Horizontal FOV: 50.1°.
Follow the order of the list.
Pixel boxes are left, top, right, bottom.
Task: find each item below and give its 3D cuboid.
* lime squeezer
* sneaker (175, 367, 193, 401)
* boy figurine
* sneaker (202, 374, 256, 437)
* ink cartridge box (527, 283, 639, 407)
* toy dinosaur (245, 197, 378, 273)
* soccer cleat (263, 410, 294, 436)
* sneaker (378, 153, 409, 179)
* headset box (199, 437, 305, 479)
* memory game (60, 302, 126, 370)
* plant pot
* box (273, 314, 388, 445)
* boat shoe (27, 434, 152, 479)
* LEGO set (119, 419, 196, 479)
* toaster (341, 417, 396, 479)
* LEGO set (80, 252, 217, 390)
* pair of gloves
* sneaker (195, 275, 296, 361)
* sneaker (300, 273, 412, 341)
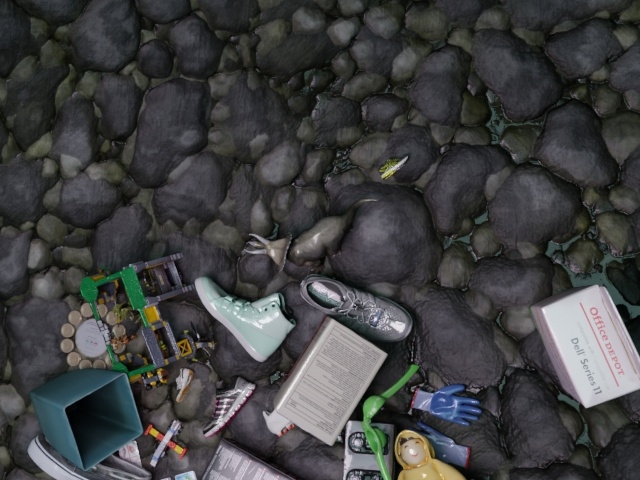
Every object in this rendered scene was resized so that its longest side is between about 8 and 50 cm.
[{"bbox_3d":[0.135,0.393,1.422,0.110,0.059,0.310,25,53,-19],"label":"lime squeezer"},{"bbox_3d":[-0.341,0.354,1.685,0.037,0.032,0.083,17,83,26],"label":"sneaker"},{"bbox_3d":[0.227,0.521,1.410,0.177,0.092,0.285,-22,55,16],"label":"boy figurine"},{"bbox_3d":[-0.231,0.392,1.641,0.075,0.063,0.170,40,88,12],"label":"sneaker"},{"bbox_3d":[0.518,0.203,1.354,0.119,0.353,0.207,-23,80,8],"label":"ink cartridge box"},{"bbox_3d":[0.000,0.000,1.579,0.313,0.160,0.121,-21,81,10],"label":"toy dinosaur"},{"bbox_3d":[-0.051,0.378,1.604,0.196,0.068,0.076,-39,76,9],"label":"soccer cleat"},{"bbox_3d":[0.172,-0.182,1.626,0.083,0.031,0.035,-38,78,6],"label":"sneaker"},{"bbox_3d":[-0.142,0.617,1.556,0.293,0.110,0.218,25,78,13],"label":"headset box"},{"bbox_3d":[-0.581,0.250,1.750,0.186,0.012,0.186,-1,85,12],"label":"memory game"},{"bbox_3d":[-0.573,0.401,1.625,0.234,0.165,0.166,5,113,41],"label":"plant pot"},{"bbox_3d":[0.018,0.300,1.500,0.148,0.127,0.232,33,85,-5],"label":"box"},{"bbox_3d":[-0.547,0.535,1.660,0.335,0.121,0.119,23,91,12],"label":"boat shoe"},{"bbox_3d":[-0.407,0.541,1.666,0.182,0.060,0.244,-17,81,6],"label":"LEGO set"},{"bbox_3d":[0.108,0.483,1.512,0.110,0.186,0.168,3,77,9],"label":"toaster"},{"bbox_3d":[-0.407,0.180,1.664,0.255,0.192,0.331,-31,83,33],"label":"LEGO set"},{"bbox_3d":[0.275,0.418,1.554,0.159,0.023,0.198,12,88,11],"label":"pair of gloves"},{"bbox_3d":[-0.172,0.147,1.633,0.151,0.094,0.256,-45,88,10],"label":"sneaker"},{"bbox_3d":[0.072,0.160,1.571,0.281,0.115,0.105,19,89,13],"label":"sneaker"}]
